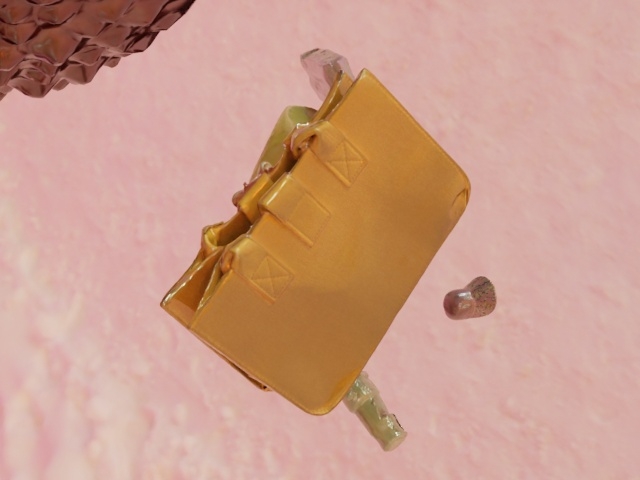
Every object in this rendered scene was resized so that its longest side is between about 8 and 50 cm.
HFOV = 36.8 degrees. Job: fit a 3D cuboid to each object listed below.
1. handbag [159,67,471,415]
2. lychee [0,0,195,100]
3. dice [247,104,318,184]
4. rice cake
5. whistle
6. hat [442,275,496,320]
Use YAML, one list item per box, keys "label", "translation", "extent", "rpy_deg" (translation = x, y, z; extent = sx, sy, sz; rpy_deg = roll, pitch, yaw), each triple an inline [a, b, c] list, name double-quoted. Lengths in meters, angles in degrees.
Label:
- label: "handbag"
  translation: [0.000, 0.000, 1.258]
  extent: [0.133, 0.283, 0.401]
  rpy_deg: [24, 74, 47]
- label: "lychee"
  translation: [-0.186, -0.234, 0.554]
  extent: [0.306, 0.330, 0.306]
  rpy_deg: [37, 142, 35]
- label: "dice"
  translation: [-0.024, -0.126, 1.691]
  extent: [0.169, 0.166, 0.169]
  rpy_deg: [-74, 10, -64]
- label: "rice cake"
  translation: [0.018, -0.287, 1.719]
  extent: [0.050, 0.106, 0.298]
  rpy_deg: [-26, 18, -2]
- label: "whistle"
  translation: [0.034, 0.203, 1.436]
  extent: [0.067, 0.126, 0.258]
  rpy_deg: [-47, 66, 16]
- label: "hat"
  translation: [0.214, 0.086, 1.405]
  extent: [0.087, 0.042, 0.058]
  rpy_deg: [-27, 70, 41]
